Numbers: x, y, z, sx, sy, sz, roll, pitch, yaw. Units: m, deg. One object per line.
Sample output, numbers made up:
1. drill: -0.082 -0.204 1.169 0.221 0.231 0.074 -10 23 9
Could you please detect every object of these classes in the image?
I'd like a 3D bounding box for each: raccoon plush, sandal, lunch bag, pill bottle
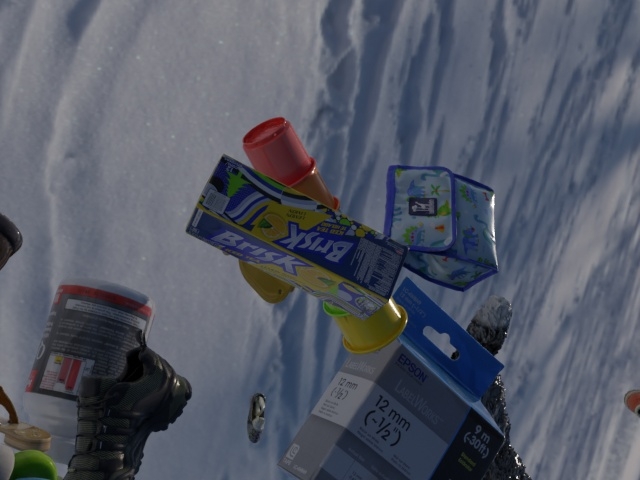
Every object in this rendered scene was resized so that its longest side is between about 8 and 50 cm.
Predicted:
1. raccoon plush: 0.353 0.375 1.738 0.216 0.299 0.447 -26 145 -34
2. sandal: -0.547 0.288 1.441 0.088 0.239 0.079 7 94 -61
3. lunch bag: 0.149 -0.021 1.087 0.096 0.151 0.129 -42 -144 51
4. pill bottle: -0.482 0.273 1.727 0.210 0.210 0.363 48 51 -60

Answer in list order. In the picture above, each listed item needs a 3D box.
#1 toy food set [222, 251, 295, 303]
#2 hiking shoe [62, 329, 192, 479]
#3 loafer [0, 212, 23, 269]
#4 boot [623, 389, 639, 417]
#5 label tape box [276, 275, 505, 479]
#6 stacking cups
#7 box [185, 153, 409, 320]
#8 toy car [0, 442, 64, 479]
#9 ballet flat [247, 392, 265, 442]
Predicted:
1. toy food set: -0.114 0.044 1.881 0.071 0.218 0.128 -7 133 -46
2. hiking shoe: -0.244 0.206 0.932 0.114 0.086 0.227 56 44 -22
3. loafer: -0.620 0.062 1.320 0.134 0.365 0.130 44 38 -24
4. boot: 0.713 0.345 1.733 0.084 0.157 0.059 -46 135 -81
5. label tape box: 0.138 0.264 1.245 0.249 0.115 0.348 43 74 -22
6. stacking cups: 0.000 0.000 1.041 0.096 0.096 0.316 -54 125 -36
7. box: -0.020 0.000 0.681 0.054 0.168 0.059 -66 -173 -27
8. toy car: -0.380 0.348 1.027 0.182 0.136 0.159 -55 132 -18
9. ballet flat: -0.140 0.389 1.869 0.041 0.041 0.114 64 22 -54
